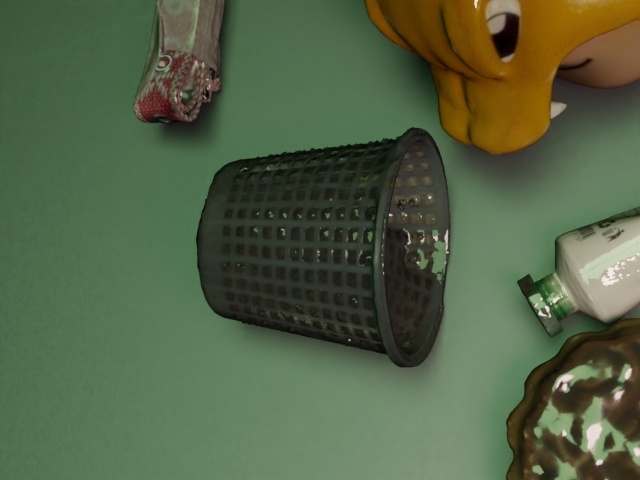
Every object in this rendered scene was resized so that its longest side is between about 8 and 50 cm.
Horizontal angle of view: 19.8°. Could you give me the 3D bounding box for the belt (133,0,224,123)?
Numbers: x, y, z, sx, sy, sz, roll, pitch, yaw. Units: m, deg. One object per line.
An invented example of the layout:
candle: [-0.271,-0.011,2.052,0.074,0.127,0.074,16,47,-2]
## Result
belt: [-0.102,-0.200,1.458,0.053,0.071,0.232,4,77,15]

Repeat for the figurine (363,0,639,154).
figurine: [0.192,-0.289,1.333,0.387,0.268,0.401,-36,87,-14]

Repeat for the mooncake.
mooncake: [0.243,0.165,1.310,0.228,0.124,0.228,-2,78,8]

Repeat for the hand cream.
hand cream: [0.302,-0.031,1.346,0.336,0.121,0.076,-30,95,4]

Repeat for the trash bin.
trash bin: [0.000,0.000,1.364,0.161,0.175,0.175,4,80,20]
